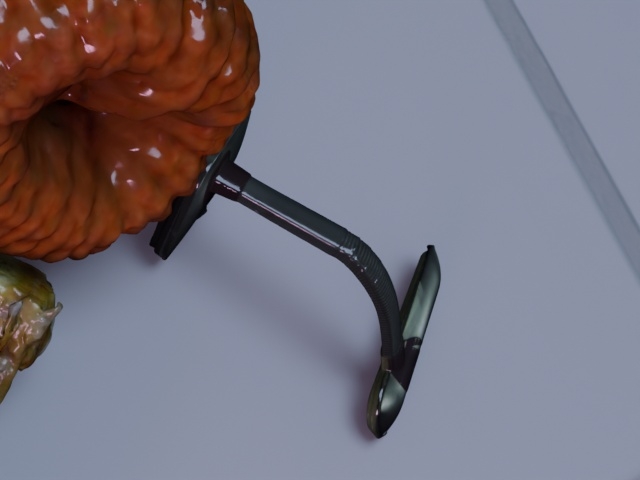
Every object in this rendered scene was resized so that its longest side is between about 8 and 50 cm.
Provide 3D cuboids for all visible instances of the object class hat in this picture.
[{"bbox_3d":[-0.222,-0.200,1.031,0.285,0.285,0.400,-8,58,-39],"label":"hat"}]

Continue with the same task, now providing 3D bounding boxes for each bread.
[{"bbox_3d":[-0.264,0.042,1.026,0.147,0.127,0.152,31,16,-13],"label":"bread"}]

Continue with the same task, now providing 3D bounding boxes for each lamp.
[{"bbox_3d":[0.006,-0.002,1.210,0.283,0.124,0.203,40,37,-12],"label":"lamp"}]
